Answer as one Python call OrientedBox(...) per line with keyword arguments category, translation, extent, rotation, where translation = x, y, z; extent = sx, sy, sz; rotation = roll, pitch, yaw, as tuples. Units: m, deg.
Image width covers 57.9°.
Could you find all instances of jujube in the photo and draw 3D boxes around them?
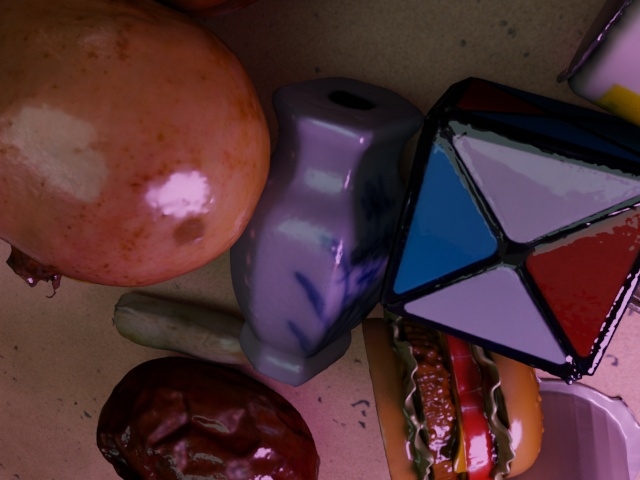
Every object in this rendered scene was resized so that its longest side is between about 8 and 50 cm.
OrientedBox(category="jujube", translation=(-0.186, 0.359, 0.999), extent=(0.377, 0.276, 0.276), rotation=(20, 118, 4))

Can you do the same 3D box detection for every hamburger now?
OrientedBox(category="hamburger", translation=(0.178, 0.200, 0.769), extent=(0.213, 0.274, 0.274), rotation=(-12, 109, 4))

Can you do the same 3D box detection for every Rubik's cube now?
OrientedBox(category="Rubik's cube", translation=(0.231, -0.031, 0.680), extent=(0.249, 0.246, 0.249), rotation=(18, 118, 14))

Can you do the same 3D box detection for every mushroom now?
OrientedBox(category="mushroom", translation=(-0.232, 0.164, 1.037), extent=(0.313, 0.081, 0.099), rotation=(8, 111, 19))

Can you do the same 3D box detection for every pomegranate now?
OrientedBox(category="pomegranate", translation=(-0.229, -0.089, 0.602), extent=(0.339, 0.338, 0.337), rotation=(8, 115, 17))

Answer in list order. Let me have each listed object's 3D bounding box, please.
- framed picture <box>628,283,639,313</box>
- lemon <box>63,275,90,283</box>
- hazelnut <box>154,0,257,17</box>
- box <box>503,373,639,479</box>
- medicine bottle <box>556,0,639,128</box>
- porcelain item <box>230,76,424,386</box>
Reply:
OrientedBox(category="framed picture", translation=(0.543, 0.046, 0.726), extent=(0.315, 0.024, 0.231), rotation=(31, 120, 7))
OrientedBox(category="lemon", translation=(-0.337, -0.066, 0.868), extent=(0.268, 0.268, 0.321), rotation=(-33, 102, 29))
OrientedBox(category="hazelnut", translation=(-0.164, -0.457, 0.579), extent=(0.429, 0.402, 0.402), rotation=(32, 120, -5))
OrientedBox(category="box", translation=(0.332, 0.376, 0.844), extent=(0.263, 0.206, 0.291), rotation=(17, 115, 14))
OrientedBox(category="medicine bottle", translation=(0.458, -0.160, 0.556), extent=(0.379, 0.213, 0.213), rotation=(30, 119, 7))
OrientedBox(category="porcelain item", translation=(0.000, 0.000, 0.788), extent=(0.179, 0.243, 0.404), rotation=(31, 126, 28))
